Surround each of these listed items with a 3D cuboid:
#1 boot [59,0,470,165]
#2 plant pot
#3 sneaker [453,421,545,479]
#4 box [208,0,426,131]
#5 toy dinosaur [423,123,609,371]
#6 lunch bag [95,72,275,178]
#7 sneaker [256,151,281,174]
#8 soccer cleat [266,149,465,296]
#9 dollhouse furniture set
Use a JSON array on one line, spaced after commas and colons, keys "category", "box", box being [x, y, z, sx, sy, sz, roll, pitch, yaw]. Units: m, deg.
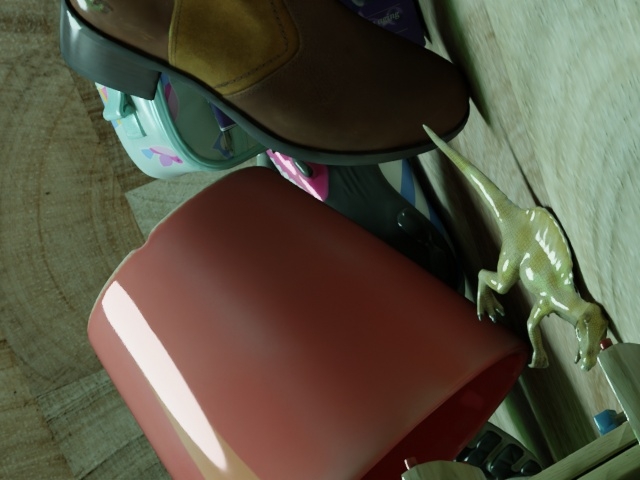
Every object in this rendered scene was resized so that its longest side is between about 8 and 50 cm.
[{"category": "boot", "box": [-0.007, -0.180, 0.966, 0.280, 0.264, 0.096, 112, 178, -50]}, {"category": "plant pot", "box": [-0.024, 0.094, 1.282, 0.243, 0.275, 0.275, 45, 171, 15]}, {"category": "sneaker", "box": [0.089, 0.166, 1.477, 0.330, 0.130, 0.147, 44, -169, -3]}, {"category": "box", "box": [-0.040, -0.203, 1.124, 0.108, 0.153, 0.207, -118, 5, -59]}, {"category": "toy dinosaur", "box": [0.122, 0.011, 0.995, 0.183, 0.053, 0.092, 57, 156, 34]}, {"category": "lunch bag", "box": [-0.083, -0.189, 1.280, 0.108, 0.224, 0.279, -6, 109, 52]}, {"category": "sneaker", "box": [0.000, 0.000, 1.601, 0.122, 0.146, 0.330, -45, 59, 50]}, {"category": "soccer cleat", "box": [0.026, -0.050, 1.497, 0.143, 0.116, 0.331, 69, 177, -69]}, {"category": "dollhouse furniture set", "box": [0.156, 0.141, 0.842, 0.184, 0.129, 0.129, 14, -133, -55]}]
